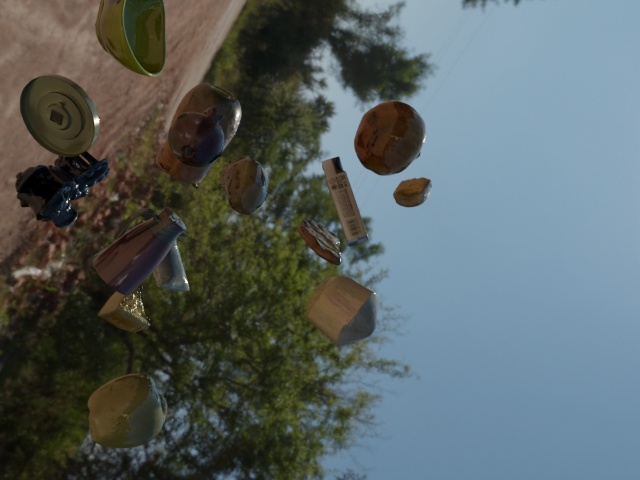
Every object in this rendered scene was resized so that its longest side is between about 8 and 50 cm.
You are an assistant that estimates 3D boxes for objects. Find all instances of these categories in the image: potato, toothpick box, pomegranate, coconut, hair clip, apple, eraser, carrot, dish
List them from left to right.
[{"bbox_3d":[-0.790,-0.167,1.776,0.206,0.194,0.310,-39,-169,30],"label":"hair clip"},{"bbox_3d":[-0.689,0.057,1.866,0.052,0.052,0.083,-57,-176,18],"label":"toothpick box"},{"bbox_3d":[-0.470,-0.533,1.422,0.221,0.108,0.263,41,48,-76],"label":"dish"},{"bbox_3d":[-0.480,0.425,1.465,0.200,0.200,0.200,-56,-164,24],"label":"apple"},{"bbox_3d":[-0.434,-0.387,2.107,0.341,0.224,0.224,-58,-165,16],"label":"carrot"},{"bbox_3d":[-0.274,-0.242,1.363,0.159,0.129,0.129,-35,174,-39],"label":"pomegranate"},{"bbox_3d":[-0.199,-0.146,1.552,0.137,0.137,0.176,-54,-138,30],"label":"potato"},{"bbox_3d":[0.104,-0.175,2.612,0.096,0.098,0.404,75,-3,-70],"label":"eraser"},{"bbox_3d":[0.093,0.260,2.111,0.239,0.244,0.239,-46,156,-27],"label":"coconut"},{"bbox_3d":[0.230,-0.333,1.920,0.248,0.248,0.248,-56,-164,24],"label":"pomegranate"}]

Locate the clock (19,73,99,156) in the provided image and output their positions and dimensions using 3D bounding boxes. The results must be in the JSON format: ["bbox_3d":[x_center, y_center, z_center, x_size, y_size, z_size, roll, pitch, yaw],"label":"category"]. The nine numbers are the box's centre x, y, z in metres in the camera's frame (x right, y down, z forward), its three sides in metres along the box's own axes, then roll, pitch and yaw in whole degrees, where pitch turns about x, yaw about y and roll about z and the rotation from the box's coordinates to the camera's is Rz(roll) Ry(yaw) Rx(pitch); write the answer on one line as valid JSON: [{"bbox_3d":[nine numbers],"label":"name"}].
[{"bbox_3d":[-0.737,-0.348,1.646,0.235,0.234,0.029,-54,-175,30],"label":"clock"}]

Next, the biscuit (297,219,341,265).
[{"bbox_3d":[-0.004,-0.002,1.802,0.045,0.154,0.299,-57,-174,10],"label":"biscuit"}]

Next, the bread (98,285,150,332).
[{"bbox_3d":[-0.719,0.248,2.206,0.140,0.169,0.160,-21,-136,29],"label":"bread"}]

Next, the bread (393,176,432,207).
[{"bbox_3d":[0.322,-0.162,2.044,0.125,0.082,0.106,1,-138,33],"label":"bread"}]

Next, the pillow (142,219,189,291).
[{"bbox_3d":[-0.529,0.054,2.008,0.078,0.144,0.254,-31,-111,30],"label":"pillow"}]

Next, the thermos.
[{"bbox_3d":[-0.519,0.012,1.694,0.265,0.176,0.146,-43,-134,4],"label":"thermos"}]
